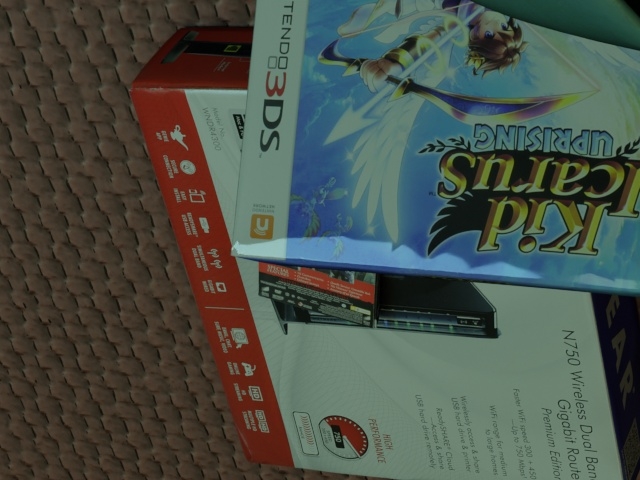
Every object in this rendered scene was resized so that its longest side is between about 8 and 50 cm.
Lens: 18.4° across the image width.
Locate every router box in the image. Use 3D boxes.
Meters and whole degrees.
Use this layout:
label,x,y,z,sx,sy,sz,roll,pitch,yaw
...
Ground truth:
label,x,y,z,sx,sy,sz,roll,pitch,yaw
router box,0.056,0.016,1.353,0.301,0.082,0.335,3,127,26

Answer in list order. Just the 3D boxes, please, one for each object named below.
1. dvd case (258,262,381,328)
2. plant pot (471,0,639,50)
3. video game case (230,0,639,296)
label,x,y,z,sx,sy,sz,roll,pitch,yaw
dvd case,0.000,0.000,1.302,0.087,0.013,0.119,15,132,17
plant pot,0.131,-0.237,0.976,0.235,0.293,0.293,13,135,51
video game case,0.087,-0.098,1.163,0.269,0.061,0.244,4,88,25
